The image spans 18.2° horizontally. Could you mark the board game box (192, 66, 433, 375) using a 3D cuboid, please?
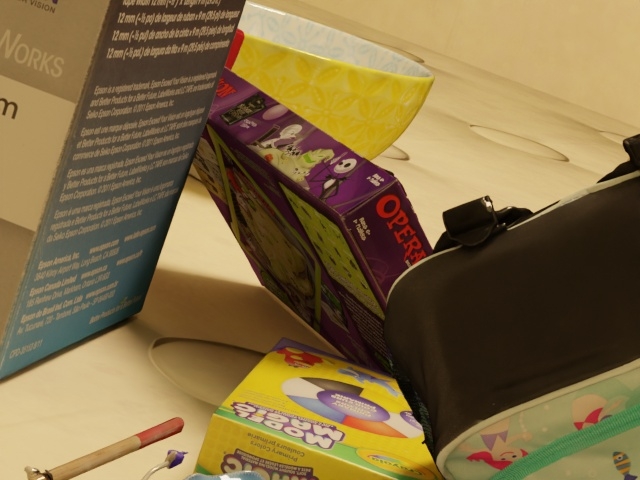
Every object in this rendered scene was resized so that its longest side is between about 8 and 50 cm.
[{"bbox_3d":[0.000,0.000,1.325,0.056,0.208,0.347,-31,29,-13],"label":"board game box"}]

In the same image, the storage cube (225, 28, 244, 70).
[{"bbox_3d":[-0.209,-0.118,1.482,0.193,0.215,0.183,16,9,-43],"label":"storage cube"}]

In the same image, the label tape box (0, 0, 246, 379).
[{"bbox_3d":[-0.141,-0.111,1.185,0.115,0.348,0.249,20,12,11],"label":"label tape box"}]

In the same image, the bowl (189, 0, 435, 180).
[{"bbox_3d":[-0.054,-0.126,1.860,0.289,0.156,0.289,18,12,-4],"label":"bowl"}]

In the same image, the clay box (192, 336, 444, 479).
[{"bbox_3d":[0.010,0.116,1.087,0.127,0.053,0.222,19,11,6],"label":"clay box"}]

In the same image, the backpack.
[{"bbox_3d":[0.166,0.088,0.988,0.253,0.225,0.191,61,6,-63],"label":"backpack"}]

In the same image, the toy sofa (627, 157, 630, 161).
[{"bbox_3d":[0.439,0.040,1.848,0.362,0.150,0.177,22,13,18],"label":"toy sofa"}]

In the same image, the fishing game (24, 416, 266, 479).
[{"bbox_3d":[0.003,0.150,0.897,0.264,0.041,0.189,29,19,20],"label":"fishing game"}]
